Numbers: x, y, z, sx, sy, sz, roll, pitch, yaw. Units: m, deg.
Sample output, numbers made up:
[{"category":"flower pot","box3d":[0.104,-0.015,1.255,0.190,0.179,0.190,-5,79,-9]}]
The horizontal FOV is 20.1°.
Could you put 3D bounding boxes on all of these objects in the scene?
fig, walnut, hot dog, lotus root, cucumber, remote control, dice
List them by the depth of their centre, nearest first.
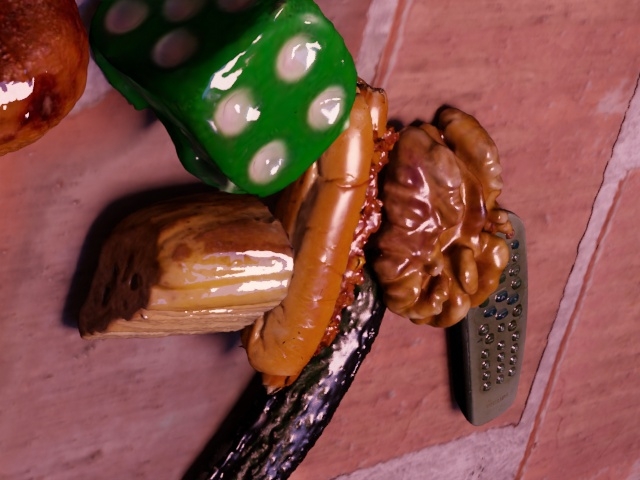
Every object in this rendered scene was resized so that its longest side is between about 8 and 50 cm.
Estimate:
[{"category":"fig","box3d":[-0.208,-0.082,1.052,0.146,0.133,0.201,-5,150,-9]},{"category":"dice","box3d":[-0.059,-0.112,1.146,0.120,0.131,0.128,-44,139,-10]},{"category":"lotus root","box3d":[-0.093,0.016,1.254,0.135,0.095,0.159,-4,162,-37]},{"category":"hot dog","box3d":[0.000,0.000,1.318,0.076,0.102,0.249,15,109,-10]},{"category":"walnut","box3d":[0.100,-0.013,1.401,0.143,0.069,0.170,-30,122,-46]},{"category":"cucumber","box3d":[-0.013,0.116,1.418,0.067,0.067,0.245,26,100,-51]},{"category":"remote control","box3d":[0.143,0.069,1.556,0.072,0.042,0.222,-28,134,-28]}]
